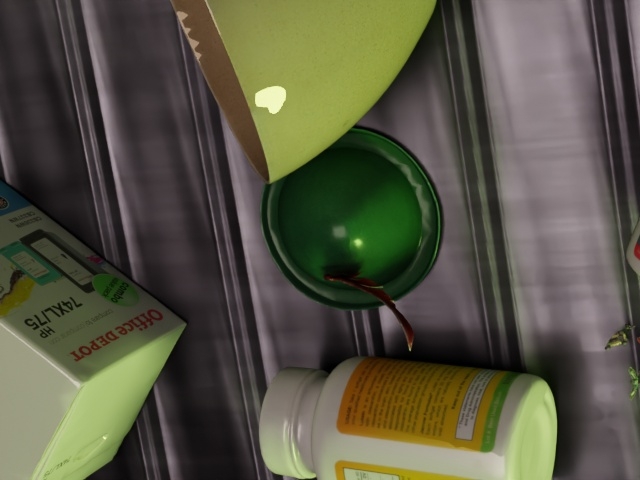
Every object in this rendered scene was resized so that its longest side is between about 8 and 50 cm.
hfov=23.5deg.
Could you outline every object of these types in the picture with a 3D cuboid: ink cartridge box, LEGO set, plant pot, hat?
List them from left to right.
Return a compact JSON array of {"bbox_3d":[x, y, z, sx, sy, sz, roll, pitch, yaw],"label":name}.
[{"bbox_3d":[-0.317,0.104,1.516,0.270,0.198,0.197,36,116,12],"label":"ink cartridge box"},{"bbox_3d":[-0.017,-0.214,1.266,0.190,0.284,0.284,-25,93,-6],"label":"plant pot"},{"bbox_3d":[0.000,0.000,1.339,0.208,0.183,0.173,-10,99,28],"label":"hat"},{"bbox_3d":[0.285,0.109,1.327,0.054,0.023,0.083,-30,77,27],"label":"LEGO set"}]

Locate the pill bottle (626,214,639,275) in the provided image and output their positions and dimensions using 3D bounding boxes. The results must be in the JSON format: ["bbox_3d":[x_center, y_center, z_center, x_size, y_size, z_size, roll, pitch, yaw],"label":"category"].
[{"bbox_3d":[0.320,-0.048,1.213,0.108,0.108,0.180,25,114,18],"label":"pill bottle"}]

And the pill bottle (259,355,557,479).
[{"bbox_3d":[0.076,0.175,1.378,0.245,0.136,0.136,5,106,25],"label":"pill bottle"}]
